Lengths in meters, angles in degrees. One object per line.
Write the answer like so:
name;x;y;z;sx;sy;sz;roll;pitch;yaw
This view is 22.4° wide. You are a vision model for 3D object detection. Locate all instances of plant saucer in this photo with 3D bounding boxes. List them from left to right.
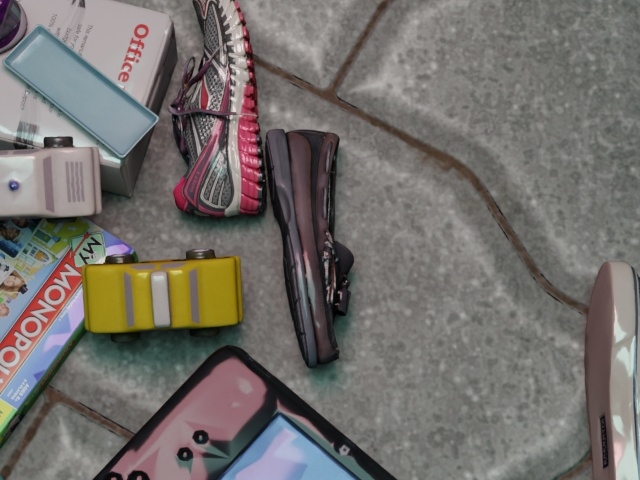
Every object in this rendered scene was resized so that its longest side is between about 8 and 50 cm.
plant saucer;-0.280;-0.173;1.888;0.192;0.018;0.067;38;75;10

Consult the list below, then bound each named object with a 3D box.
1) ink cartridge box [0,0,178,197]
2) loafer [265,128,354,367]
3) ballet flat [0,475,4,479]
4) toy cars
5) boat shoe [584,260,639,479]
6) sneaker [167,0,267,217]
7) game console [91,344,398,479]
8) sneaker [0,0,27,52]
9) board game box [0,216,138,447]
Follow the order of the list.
ink cartridge box;-0.340;-0.194;1.969;0.289;0.121;0.211;15;72;5
loafer;0.000;0.000;1.915;0.095;0.109;0.302;-8;68;-7
ballet flat;-0.353;0.317;1.837;0.041;0.041;0.114;-35;74;-12
toy cars;-0.263;0.000;1.841;0.393;0.087;0.176;38;90;-6
boat shoe;0.395;0.193;1.847;0.158;0.127;0.341;2;78;-6
sneaker;-0.132;-0.175;1.966;0.112;0.121;0.299;-5;71;0
game console;-0.073;0.351;1.812;0.386;0.060;0.342;39;75;12
sneaker;-0.450;-0.232;1.866;0.223;0.098;0.083;-33;74;-9
board game box;-0.394;0.087;1.911;0.213;0.046;0.317;31;73;11
